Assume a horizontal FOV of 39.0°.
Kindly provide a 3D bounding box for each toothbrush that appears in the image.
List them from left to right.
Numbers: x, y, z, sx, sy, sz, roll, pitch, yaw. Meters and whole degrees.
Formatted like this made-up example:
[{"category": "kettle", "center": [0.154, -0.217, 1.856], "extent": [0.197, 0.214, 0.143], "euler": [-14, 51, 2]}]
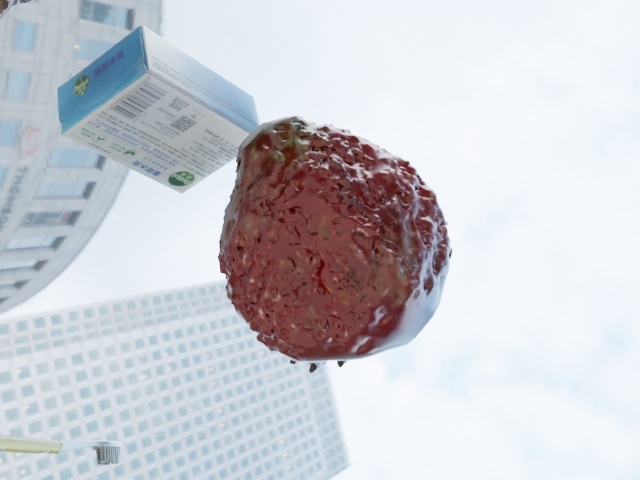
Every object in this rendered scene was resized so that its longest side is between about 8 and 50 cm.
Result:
[{"category": "toothbrush", "center": [-0.270, 0.202, 0.877], "extent": [0.021, 0.288, 0.024], "euler": [-16, -109, 14]}]

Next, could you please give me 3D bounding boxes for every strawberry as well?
[{"category": "strawberry", "center": [0.001, -0.001, 0.367], "extent": [0.106, 0.106, 0.106], "euler": [2, -86, 28]}]

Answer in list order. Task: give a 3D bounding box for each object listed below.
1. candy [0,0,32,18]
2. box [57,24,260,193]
[{"category": "candy", "center": [-0.186, -0.260, 0.375], "extent": [0.135, 0.321, 0.179], "euler": [-31, -111, -10]}, {"category": "box", "center": [-0.181, -0.144, 1.044], "extent": [0.139, 0.194, 0.073], "euler": [-29, -122, 25]}]
